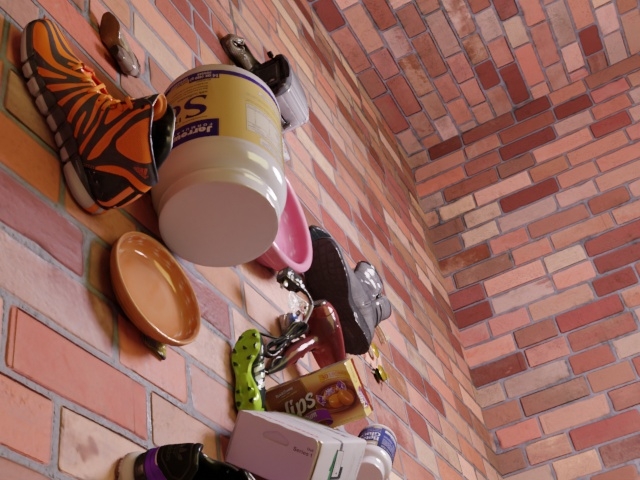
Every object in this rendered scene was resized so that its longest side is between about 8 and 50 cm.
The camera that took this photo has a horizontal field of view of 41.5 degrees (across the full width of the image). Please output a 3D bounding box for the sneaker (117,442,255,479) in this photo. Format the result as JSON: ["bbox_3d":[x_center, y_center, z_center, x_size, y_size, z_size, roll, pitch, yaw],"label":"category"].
[{"bbox_3d":[-0.134,0.380,1.137,0.293,0.146,0.102,58,18,-27],"label":"sneaker"}]

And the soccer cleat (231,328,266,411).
[{"bbox_3d":[-0.126,0.245,1.532,0.072,0.060,0.179,63,20,-49],"label":"soccer cleat"}]

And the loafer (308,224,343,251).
[{"bbox_3d":[0.000,0.000,2.288,0.061,0.062,0.170,50,0,37],"label":"loafer"}]

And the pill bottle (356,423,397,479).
[{"bbox_3d":[0.117,0.487,1.888,0.094,0.094,0.169,64,16,-7],"label":"pill bottle"}]

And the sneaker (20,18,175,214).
[{"bbox_3d":[-0.326,-0.214,1.294,0.321,0.180,0.124,67,16,1],"label":"sneaker"}]

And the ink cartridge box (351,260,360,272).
[{"bbox_3d":[0.104,0.146,2.384,0.104,0.062,0.181,60,18,-20],"label":"ink cartridge box"}]

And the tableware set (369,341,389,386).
[{"bbox_3d":[0.149,0.330,2.352,0.154,0.024,0.104,61,13,-13],"label":"tableware set"}]

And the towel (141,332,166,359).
[{"bbox_3d":[-0.258,0.142,1.323,0.060,0.009,0.083,52,22,-40],"label":"towel"}]

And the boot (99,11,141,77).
[{"bbox_3d":[-0.378,-0.367,1.611,0.087,0.042,0.118,46,26,-65],"label":"boot"}]

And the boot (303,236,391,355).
[{"bbox_3d":[0.073,0.106,2.176,0.222,0.118,0.338,-53,131,-54],"label":"boot"}]

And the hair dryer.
[{"bbox_3d":[-0.039,0.215,1.759,0.293,0.080,0.223,42,59,-34],"label":"hair dryer"}]

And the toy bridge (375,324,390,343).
[{"bbox_3d":[0.160,0.220,2.526,0.188,0.026,0.063,69,19,8],"label":"toy bridge"}]

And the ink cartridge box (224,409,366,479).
[{"bbox_3d":[-0.038,0.356,1.434,0.219,0.160,0.092,27,79,-64],"label":"ink cartridge box"}]

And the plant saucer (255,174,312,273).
[{"bbox_3d":[-0.130,-0.069,1.901,0.332,0.084,0.332,57,18,-29],"label":"plant saucer"}]

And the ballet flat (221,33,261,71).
[{"bbox_3d":[-0.191,-0.494,2.346,0.250,0.058,0.084,43,28,-54],"label":"ballet flat"}]

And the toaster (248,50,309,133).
[{"bbox_3d":[-0.111,-0.386,2.241,0.227,0.129,0.146,-99,162,-48],"label":"toaster"}]

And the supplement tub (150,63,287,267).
[{"bbox_3d":[-0.184,-0.138,1.537,0.241,0.241,0.331,53,21,-40],"label":"supplement tub"}]

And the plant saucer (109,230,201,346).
[{"bbox_3d":[-0.262,0.079,1.319,0.200,0.037,0.200,52,18,-24],"label":"plant saucer"}]

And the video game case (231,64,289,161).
[{"bbox_3d":[-0.164,-0.338,2.272,0.206,0.026,0.227,24,45,-67],"label":"video game case"}]

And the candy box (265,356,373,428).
[{"bbox_3d":[-0.008,0.302,1.579,0.109,0.187,0.053,68,19,3],"label":"candy box"}]

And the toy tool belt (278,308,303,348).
[{"bbox_3d":[-0.057,0.192,1.821,0.052,0.051,0.083,42,29,-55],"label":"toy tool belt"}]
